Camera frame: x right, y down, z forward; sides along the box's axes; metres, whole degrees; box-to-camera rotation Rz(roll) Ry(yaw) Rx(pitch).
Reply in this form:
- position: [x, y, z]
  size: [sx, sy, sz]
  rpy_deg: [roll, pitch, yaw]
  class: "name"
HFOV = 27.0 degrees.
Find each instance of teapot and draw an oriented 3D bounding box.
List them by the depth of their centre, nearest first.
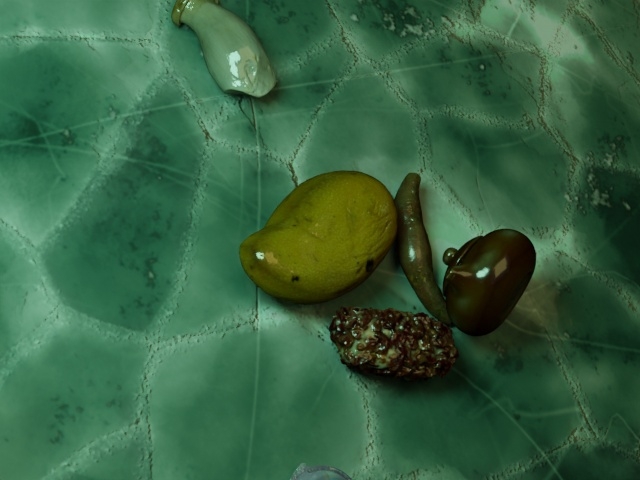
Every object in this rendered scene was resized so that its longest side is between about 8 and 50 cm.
- position: [0.256, 0.051, 2.086]
  size: [0.135, 0.178, 0.252]
  rpy_deg: [36, 16, 14]
  class: "teapot"

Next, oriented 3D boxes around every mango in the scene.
- position: [-0.002, 0.001, 2.002]
  size: [0.295, 0.120, 0.177]
  rpy_deg: [-33, 92, -33]
  class: "mango"

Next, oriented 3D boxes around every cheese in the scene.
- position: [0.034, 0.388, 1.881]
  size: [0.191, 0.042, 0.105]
  rpy_deg: [40, 57, -8]
  class: "cheese"

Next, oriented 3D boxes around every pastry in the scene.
- position: [0.115, 0.152, 2.007]
  size: [0.209, 0.097, 0.115]
  rpy_deg: [12, 72, -24]
  class: "pastry"

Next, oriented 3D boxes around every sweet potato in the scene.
- position: [0.152, 0.015, 2.113]
  size: [0.078, 0.058, 0.255]
  rpy_deg: [0, 70, -47]
  class: "sweet potato"

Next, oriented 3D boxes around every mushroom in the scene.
- position: [-0.150, -0.307, 2.090]
  size: [0.097, 0.088, 0.212]
  rpy_deg: [-38, 81, -3]
  class: "mushroom"
